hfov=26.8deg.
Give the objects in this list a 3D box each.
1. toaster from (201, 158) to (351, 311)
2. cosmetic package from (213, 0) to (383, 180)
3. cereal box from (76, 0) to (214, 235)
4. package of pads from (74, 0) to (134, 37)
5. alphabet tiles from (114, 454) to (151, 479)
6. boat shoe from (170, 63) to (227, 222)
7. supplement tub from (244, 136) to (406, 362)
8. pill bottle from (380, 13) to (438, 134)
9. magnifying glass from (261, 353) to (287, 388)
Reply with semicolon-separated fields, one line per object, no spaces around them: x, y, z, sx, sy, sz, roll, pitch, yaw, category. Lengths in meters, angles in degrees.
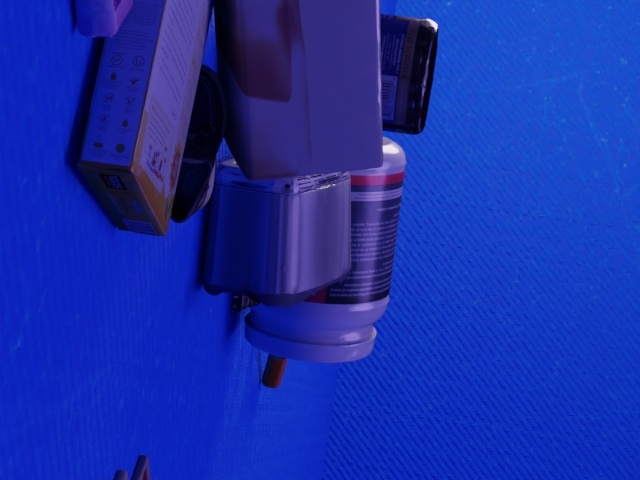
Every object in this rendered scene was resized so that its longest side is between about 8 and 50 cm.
-0.049;-0.016;1.491;0.227;0.129;0.146;-20;116;-61;toaster
-0.025;-0.218;1.186;0.153;0.129;0.296;-121;-153;-65;cosmetic package
-0.129;-0.140;1.048;0.173;0.047;0.240;82;17;-74;cereal box
-0.147;-0.183;0.908;0.050;0.032;0.083;-76;171;-49;package of pads
-0.198;0.386;1.284;0.342;0.011;0.285;91;10;-46;alphabet tiles
-0.115;-0.084;1.208;0.049;0.056;0.152;-81;176;-57;boat shoe
0.000;0.000;1.701;0.191;0.191;0.272;-54;152;-76;supplement tub
0.009;-0.185;1.422;0.123;0.219;0.123;9;90;-84;pill bottle
-0.056;0.150;1.939;0.231;0.092;0.026;106;-6;-53;magnifying glass
